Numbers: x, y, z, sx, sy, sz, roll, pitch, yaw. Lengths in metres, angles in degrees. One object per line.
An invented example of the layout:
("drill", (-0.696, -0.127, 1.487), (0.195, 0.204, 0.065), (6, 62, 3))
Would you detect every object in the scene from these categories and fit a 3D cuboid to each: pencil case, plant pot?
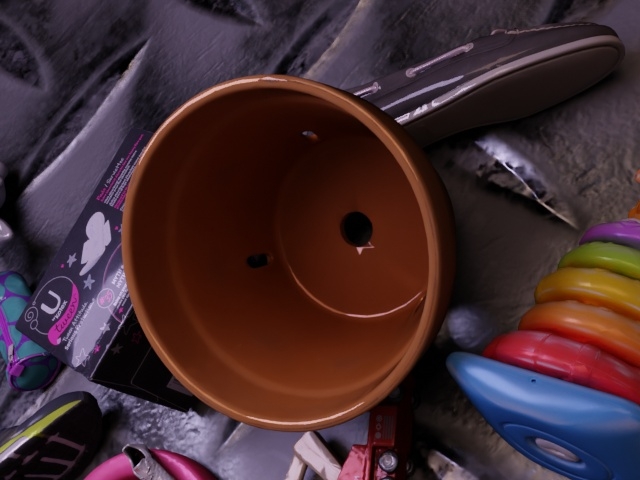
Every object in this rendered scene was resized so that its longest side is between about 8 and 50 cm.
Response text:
("pencil case", (-0.369, 0.107, 1.006), (0.064, 0.070, 0.151), (-42, 57, 6))
("plant pot", (0.000, 0.000, 0.746), (0.291, 0.203, 0.290), (5, 100, 26))

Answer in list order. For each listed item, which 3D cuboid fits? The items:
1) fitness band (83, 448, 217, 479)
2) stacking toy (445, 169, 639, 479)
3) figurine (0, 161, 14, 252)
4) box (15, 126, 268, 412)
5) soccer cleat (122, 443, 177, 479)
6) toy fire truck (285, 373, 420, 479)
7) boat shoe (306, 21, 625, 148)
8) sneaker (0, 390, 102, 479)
("fitness band", (-0.159, 0.347, 0.812), (0.209, 0.054, 0.290), (-39, 59, 7))
("stacking toy", (0.253, 0.043, 0.688), (0.175, 0.165, 0.301), (11, 63, 42))
("figurine", (-0.484, 0.006, 1.067), (0.215, 0.092, 0.209), (-43, 43, 4))
("box", (-0.171, 0.031, 0.883), (0.142, 0.163, 0.247), (24, 82, 36))
("soccer cleat", (-0.167, 0.233, 0.818), (0.029, 0.035, 0.083), (-47, 57, -1))
("toy fire truck", (0.018, 0.215, 0.781), (0.135, 0.047, 0.191), (-4, 67, 27))
("boat shoe", (0.129, -0.159, 0.842), (0.335, 0.112, 0.095), (-22, 66, 21))
("sneaker", (-0.379, 0.248, 0.934), (0.300, 0.111, 0.121), (-34, 54, 8))
